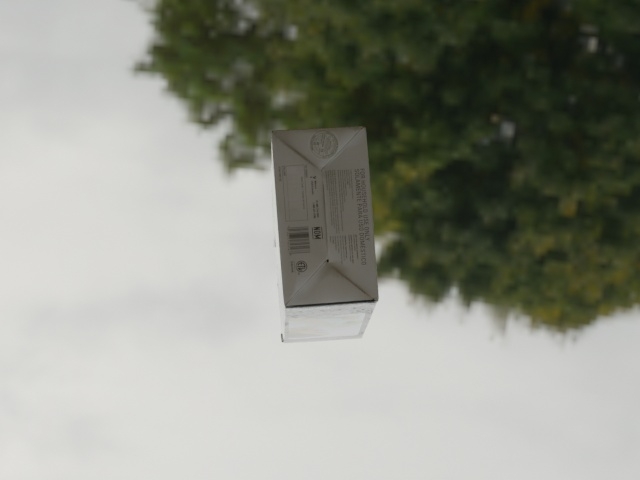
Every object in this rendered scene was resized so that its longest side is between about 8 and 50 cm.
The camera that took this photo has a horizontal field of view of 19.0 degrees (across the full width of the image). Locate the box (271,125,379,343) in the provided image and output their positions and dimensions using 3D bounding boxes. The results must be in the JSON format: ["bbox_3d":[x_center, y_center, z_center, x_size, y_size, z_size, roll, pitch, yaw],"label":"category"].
[{"bbox_3d":[0.000,0.000,1.844,0.087,0.169,0.290,-4,170,-3],"label":"box"}]
